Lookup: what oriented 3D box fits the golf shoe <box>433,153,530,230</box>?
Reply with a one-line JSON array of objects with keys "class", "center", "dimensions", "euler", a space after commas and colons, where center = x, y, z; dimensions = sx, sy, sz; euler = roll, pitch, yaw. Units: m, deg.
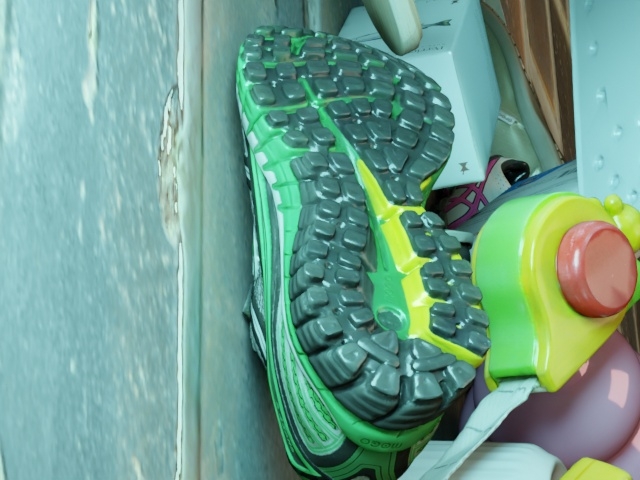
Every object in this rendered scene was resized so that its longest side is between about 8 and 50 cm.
[{"class": "golf shoe", "center": [0.148, -0.021, 1.702], "dimensions": [0.186, 0.086, 0.067], "euler": [-79, 158, -50]}]

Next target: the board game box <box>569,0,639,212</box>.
[{"class": "board game box", "center": [0.320, -0.225, 1.375], "dimensions": [0.050, 0.390, 0.389], "euler": [8, 73, -30]}]

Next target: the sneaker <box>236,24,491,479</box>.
[{"class": "sneaker", "center": [0.000, 0.000, 1.107], "dimensions": [0.343, 0.134, 0.146], "euler": [-94, -157, -45]}]

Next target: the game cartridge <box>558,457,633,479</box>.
[{"class": "game cartridge", "center": [0.123, 0.339, 1.155], "dimensions": [0.285, 0.053, 0.323], "euler": [-39, 126, -32]}]

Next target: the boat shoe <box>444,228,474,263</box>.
[{"class": "boat shoe", "center": [0.055, 0.026, 1.335], "dimensions": [0.228, 0.081, 0.068], "euler": [2, 81, -68]}]

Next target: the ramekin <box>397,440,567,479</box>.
[{"class": "ramekin", "center": [0.121, 0.266, 1.327], "dimensions": [0.273, 0.127, 0.272], "euler": [-9, 90, -76]}]

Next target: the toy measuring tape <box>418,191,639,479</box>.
[{"class": "toy measuring tape", "center": [0.126, 0.054, 1.302], "dimensions": [0.330, 0.121, 0.121], "euler": [-40, 125, -37]}]

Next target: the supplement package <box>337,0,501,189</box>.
[{"class": "supplement package", "center": [0.071, -0.114, 1.422], "dimensions": [0.179, 0.105, 0.105], "euler": [-69, 147, -65]}]

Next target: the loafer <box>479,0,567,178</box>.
[{"class": "loafer", "center": [0.176, -0.123, 1.878], "dimensions": [0.102, 0.092, 0.268], "euler": [54, 14, -64]}]

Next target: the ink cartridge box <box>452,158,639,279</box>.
[{"class": "ink cartridge box", "center": [0.192, 0.000, 1.579], "dimensions": [0.203, 0.148, 0.086], "euler": [-36, 101, -49]}]

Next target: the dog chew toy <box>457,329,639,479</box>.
[{"class": "dog chew toy", "center": [0.203, 0.167, 1.515], "dimensions": [0.332, 0.207, 0.206], "euler": [69, 17, -55]}]

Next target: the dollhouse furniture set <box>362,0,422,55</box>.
[{"class": "dollhouse furniture set", "center": [0.142, -0.282, 1.347], "dimensions": [0.394, 0.362, 0.256], "euler": [49, -15, 54]}]

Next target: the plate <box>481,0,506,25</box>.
[{"class": "plate", "center": [0.197, -0.201, 2.127], "dimensions": [0.188, 0.024, 0.188], "euler": [-10, 90, -76]}]
